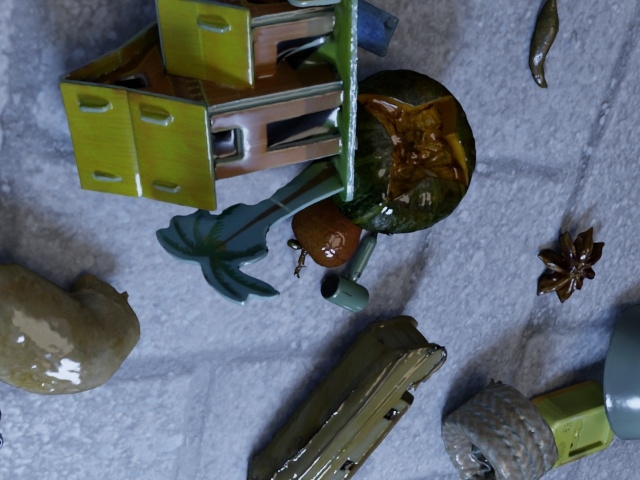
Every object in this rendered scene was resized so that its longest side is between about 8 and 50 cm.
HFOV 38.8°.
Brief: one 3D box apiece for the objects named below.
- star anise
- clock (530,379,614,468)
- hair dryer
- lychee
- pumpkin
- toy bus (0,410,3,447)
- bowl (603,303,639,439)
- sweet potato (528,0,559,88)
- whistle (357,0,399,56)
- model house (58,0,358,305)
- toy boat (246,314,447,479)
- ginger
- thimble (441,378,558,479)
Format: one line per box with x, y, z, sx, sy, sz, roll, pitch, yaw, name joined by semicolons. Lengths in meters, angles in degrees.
0.469;0.047;1.706;0.167;0.057;0.168;-17;123;-28;star anise
0.522;0.385;1.905;0.202;0.096;0.143;-11;123;-29;clock
0.063;0.037;1.432;0.071;0.047;0.150;28;91;-40;hair dryer
0.006;-0.002;1.327;0.114;0.101;0.140;33;88;-51;lychee
0.104;-0.120;1.275;0.237;0.159;0.238;3;84;-26;pumpkin
-0.479;0.275;1.161;0.098;0.087;0.178;17;101;-37;toy bus
0.708;0.281;1.870;0.289;0.146;0.289;-5;97;-49;bowl
0.353;-0.311;1.440;0.041;0.038;0.153;-3;121;-8;sweet potato
-0.014;-0.312;1.169;0.304;0.062;0.062;15;105;-39;whistle
-0.114;-0.138;0.992;0.323;0.340;0.300;-13;136;-12;model house
0.033;0.313;1.515;0.445;0.136;0.162;-50;128;5;toy boat
-0.349;0.111;1.128;0.138;0.152;0.267;-37;143;28;ginger
0.339;0.387;1.711;0.148;0.196;0.229;-32;128;-17;thimble
